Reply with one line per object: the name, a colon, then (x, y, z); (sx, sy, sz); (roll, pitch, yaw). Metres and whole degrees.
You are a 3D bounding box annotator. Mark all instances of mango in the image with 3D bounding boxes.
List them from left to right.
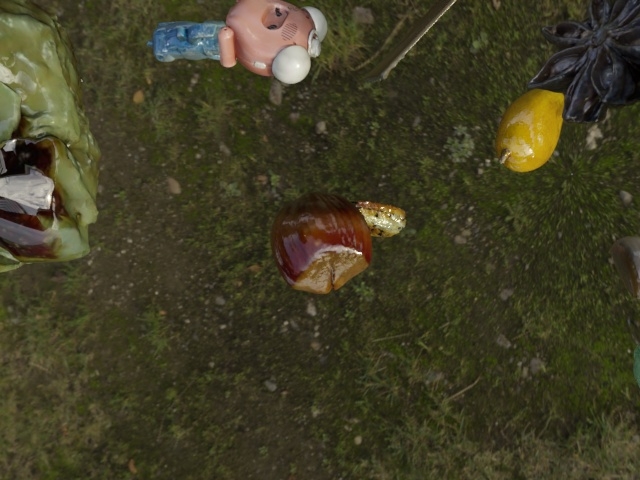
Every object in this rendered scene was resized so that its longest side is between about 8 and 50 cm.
mango: (0.543, -0.287, 1.503); (0.119, 0.317, 0.176); (2, 134, 55)

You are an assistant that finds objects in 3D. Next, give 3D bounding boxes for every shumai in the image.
shumai: (-0.449, -0.109, 0.795); (0.348, 0.395, 0.395); (48, 111, 12)

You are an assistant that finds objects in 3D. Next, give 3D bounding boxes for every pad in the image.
pad: (0.208, -0.447, 1.244); (0.018, 0.284, 0.286); (42, 98, -10)

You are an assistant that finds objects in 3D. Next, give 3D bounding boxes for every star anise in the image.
star anise: (0.432, -0.276, 0.862); (0.236, 0.109, 0.223); (-43, 39, 27)

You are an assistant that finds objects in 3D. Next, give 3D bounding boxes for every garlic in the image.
garlic: (0.715, 0.046, 1.322); (0.087, 0.195, 0.101); (7, 125, -8)

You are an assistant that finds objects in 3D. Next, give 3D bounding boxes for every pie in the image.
pie: (0.108, -0.063, 1.706); (0.309, 0.308, 0.085); (4, 85, 23)

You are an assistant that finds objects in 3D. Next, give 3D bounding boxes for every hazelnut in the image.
hazelnut: (0.000, 0.001, 1.255); (0.212, 0.181, 0.181); (-14, 124, -8)

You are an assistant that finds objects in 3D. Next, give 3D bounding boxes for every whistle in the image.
whistle: (-0.279, -0.466, 1.371); (0.269, 0.180, 0.093); (2, 90, 11)

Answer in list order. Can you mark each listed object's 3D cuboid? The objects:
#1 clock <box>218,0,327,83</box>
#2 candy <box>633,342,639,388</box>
clock: (-0.076, -0.353, 1.006); (0.162, 0.092, 0.165); (17, 58, 4)
candy: (0.466, 0.046, 0.742); (0.119, 0.119, 0.439); (-1, 121, 23)
